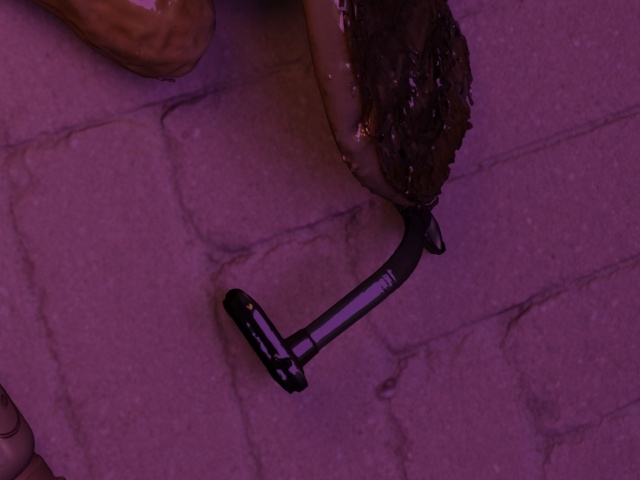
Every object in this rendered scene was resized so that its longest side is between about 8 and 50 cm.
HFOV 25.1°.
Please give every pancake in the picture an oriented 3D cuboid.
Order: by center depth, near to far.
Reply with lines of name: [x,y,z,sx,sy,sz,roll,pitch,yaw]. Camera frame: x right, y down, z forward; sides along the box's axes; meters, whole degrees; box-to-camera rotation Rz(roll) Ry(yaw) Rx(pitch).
pancake: [0.074,-0.213,1.411,0.382,0.071,0.382,-1,90,-67]

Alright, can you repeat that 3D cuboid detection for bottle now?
bottle: [-0.321,0.179,1.296,0.110,0.097,0.209,-26,107,14]

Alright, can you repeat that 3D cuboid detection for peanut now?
peanut: [-0.226,-0.270,1.313,0.313,0.149,0.149,32,76,-18]

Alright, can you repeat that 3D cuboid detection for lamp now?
lamp: [0.004,-0.002,1.450,0.283,0.124,0.203,-40,99,-24]
